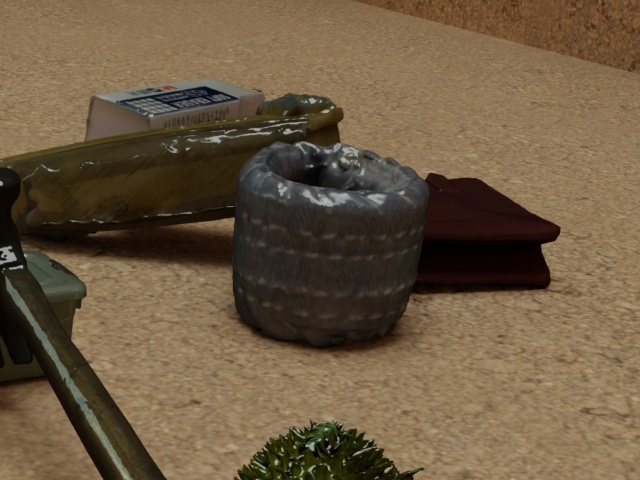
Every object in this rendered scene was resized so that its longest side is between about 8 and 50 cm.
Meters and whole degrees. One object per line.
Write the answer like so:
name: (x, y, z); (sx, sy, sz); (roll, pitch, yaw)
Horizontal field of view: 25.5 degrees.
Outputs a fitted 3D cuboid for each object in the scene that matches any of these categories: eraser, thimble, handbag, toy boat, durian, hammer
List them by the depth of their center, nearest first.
durian: (-0.007, 0.178, 1.039); (0.137, 0.096, 0.220); (11, 12, 16)
hammer: (-0.174, 0.120, 1.044); (0.044, 0.168, 0.440); (-11, 38, -29)
thimble: (0.000, 0.000, 1.489); (0.205, 0.172, 0.236); (0, 20, -28)
toy boat: (-0.184, -0.086, 1.670); (0.445, 0.136, 0.162); (-8, 13, 4)
handbag: (0.130, -0.019, 1.734); (0.260, 0.084, 0.275); (-2, 18, -21)
eraser: (-0.216, -0.184, 2.148); (0.130, 0.086, 0.287); (18, 21, 31)

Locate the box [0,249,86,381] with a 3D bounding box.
box: (-0.307, 0.073, 1.276); (0.172, 0.093, 0.124); (-6, 19, -33)
